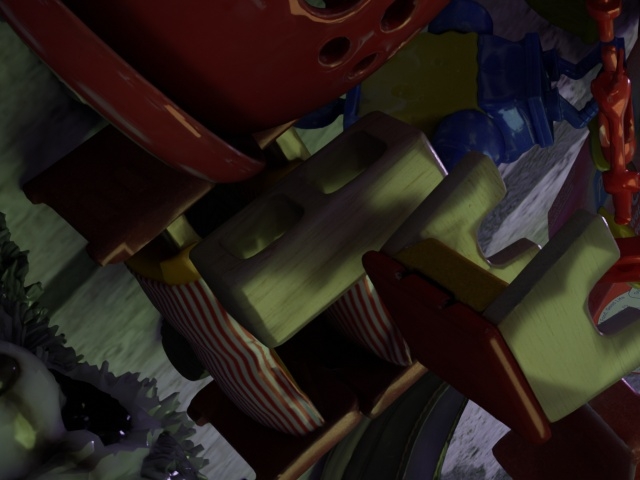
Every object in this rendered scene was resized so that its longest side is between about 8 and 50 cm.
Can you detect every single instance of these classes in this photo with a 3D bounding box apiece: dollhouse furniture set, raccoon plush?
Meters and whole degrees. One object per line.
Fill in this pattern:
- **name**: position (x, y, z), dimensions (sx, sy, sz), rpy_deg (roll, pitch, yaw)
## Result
- **dollhouse furniture set**: position (0.017, 0.051, 0.878), dimensions (0.152, 0.374, 0.201), rpy_deg (-39, 121, -10)
- **raccoon plush**: position (-0.139, 0.156, 0.903), dimensions (0.216, 0.299, 0.446), rpy_deg (-46, 154, -10)

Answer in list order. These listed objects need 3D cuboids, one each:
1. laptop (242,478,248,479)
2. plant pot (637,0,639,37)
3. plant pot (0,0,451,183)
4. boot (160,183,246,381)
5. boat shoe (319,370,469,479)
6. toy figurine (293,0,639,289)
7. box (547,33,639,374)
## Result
- **laptop**: position (-0.161, 0.340, 1.429), dimensions (0.234, 0.136, 0.264), rpy_deg (93, 18, -51)
- **plant pot**: position (0.338, -0.203, 1.274), dimensions (0.272, 0.272, 0.265), rpy_deg (-47, 146, -9)
- **plant pot**: position (-0.046, -0.135, 0.812), dimensions (0.174, 0.191, 0.191), rpy_deg (-47, 155, 8)
- **boot**: position (-0.001, -0.002, 1.176), dimensions (0.208, 0.076, 0.190), rpy_deg (-21, 154, -36)
- **boat shoe**: position (0.061, 0.263, 1.529), dimensions (0.132, 0.130, 0.355), rpy_deg (1, 116, -61)
- **toy figurine**: position (0.079, -0.126, 1.091), dimensions (0.363, 0.217, 0.191), rpy_deg (-86, 166, -46)
- **box**: position (0.267, -0.040, 1.177), dimensions (0.154, 0.142, 0.300), rpy_deg (5, 145, -9)
